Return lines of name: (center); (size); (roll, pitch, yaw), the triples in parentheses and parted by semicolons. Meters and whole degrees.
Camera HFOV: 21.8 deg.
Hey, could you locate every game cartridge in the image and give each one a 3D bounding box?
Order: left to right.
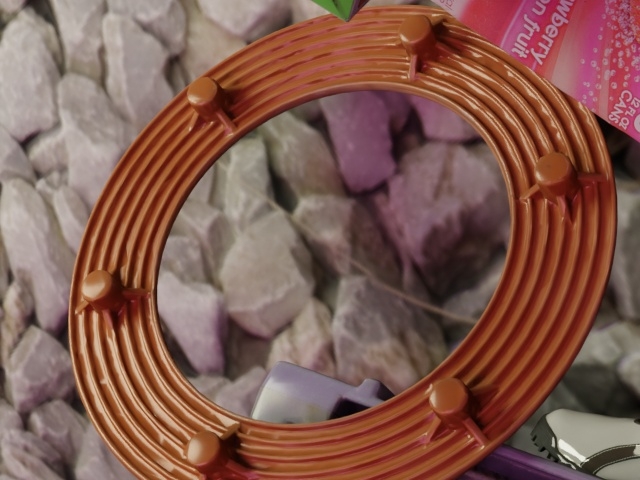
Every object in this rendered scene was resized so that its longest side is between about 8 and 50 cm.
game cartridge: (0.155, 0.171, 0.934); (0.355, 0.230, 0.068); (17, 79, 30)

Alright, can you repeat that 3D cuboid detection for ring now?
ring: (0.000, 0.000, 0.941); (0.336, 0.337, 0.032); (15, 158, 31)

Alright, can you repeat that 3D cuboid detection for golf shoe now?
golf shoe: (0.219, 0.115, 0.957); (0.198, 0.077, 0.094); (15, 98, 30)

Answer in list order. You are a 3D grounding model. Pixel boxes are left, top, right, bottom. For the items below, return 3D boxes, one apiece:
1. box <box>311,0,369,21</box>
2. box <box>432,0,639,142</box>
box: (0.050, -0.279, 0.774); (0.126, 0.231, 0.262); (34, 140, 12)
box: (0.199, -0.210, 0.793); (0.154, 0.142, 0.300); (38, 125, 17)
